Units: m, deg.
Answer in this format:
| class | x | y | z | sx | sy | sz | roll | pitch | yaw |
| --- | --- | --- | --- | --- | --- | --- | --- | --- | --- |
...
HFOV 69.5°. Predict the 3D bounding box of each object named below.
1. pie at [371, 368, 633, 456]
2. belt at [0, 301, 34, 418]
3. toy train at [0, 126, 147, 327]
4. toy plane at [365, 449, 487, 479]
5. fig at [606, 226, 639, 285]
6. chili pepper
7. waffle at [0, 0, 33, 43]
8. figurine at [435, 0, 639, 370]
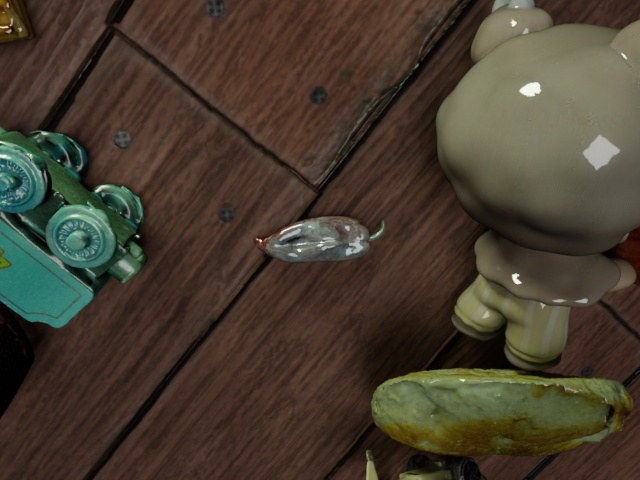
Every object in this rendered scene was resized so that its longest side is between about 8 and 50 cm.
| class | x | y | z | sx | sy | sz | roll | pitch | yaw |
| --- | --- | --- | --- | --- | --- | --- | --- | --- | --- |
| pie | 0.196 | 0.188 | 0.527 | 0.275 | 0.257 | 0.105 | -1 | 63 | 0 |
| belt | -0.444 | 0.152 | 0.434 | 0.289 | 0.164 | 0.184 | -15 | 127 | 8 |
| toy train | -0.277 | -0.016 | 0.457 | 0.154 | 0.107 | 0.198 | -40 | 108 | 14 |
| toy plane | 0.128 | 0.309 | 0.548 | 0.256 | 0.242 | 0.104 | 20 | 63 | -31 |
| fig | 0.404 | -0.002 | 0.535 | 0.128 | 0.150 | 0.128 | -3 | 82 | 23 |
| chili pepper | 0.000 | 0.000 | 0.527 | 0.153 | 0.041 | 0.050 | -3 | 65 | -6 |
| waffle | -0.350 | -0.220 | 0.413 | 0.148 | 0.042 | 0.102 | -13 | 107 | -3 |
| figurine | 0.219 | -0.039 | 0.466 | 0.203 | 0.248 | 0.380 | -14 | 124 | -18 |
